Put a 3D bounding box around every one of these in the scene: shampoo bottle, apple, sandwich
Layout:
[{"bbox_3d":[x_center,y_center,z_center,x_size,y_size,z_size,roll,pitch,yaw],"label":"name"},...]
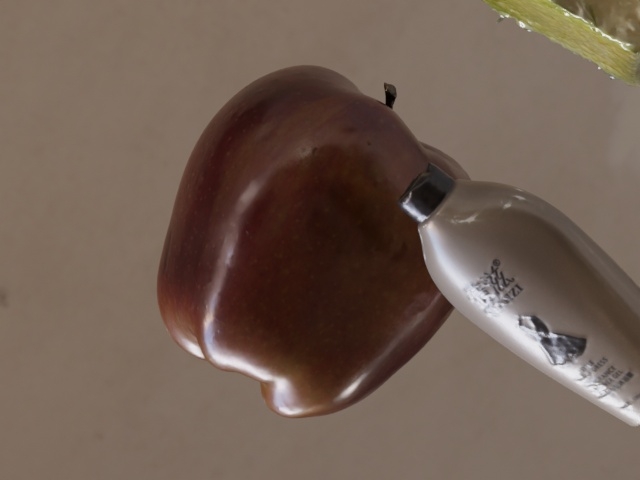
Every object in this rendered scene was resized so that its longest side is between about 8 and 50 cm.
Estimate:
[{"bbox_3d":[0.166,0.035,1.386,0.257,0.127,0.078,40,-134,-5],"label":"shampoo bottle"},{"bbox_3d":[0.000,0.000,1.711,0.288,0.316,0.288,29,-177,-2],"label":"apple"},{"bbox_3d":[0.076,-0.145,0.833,0.193,0.058,0.162,31,-178,10],"label":"sandwich"}]
